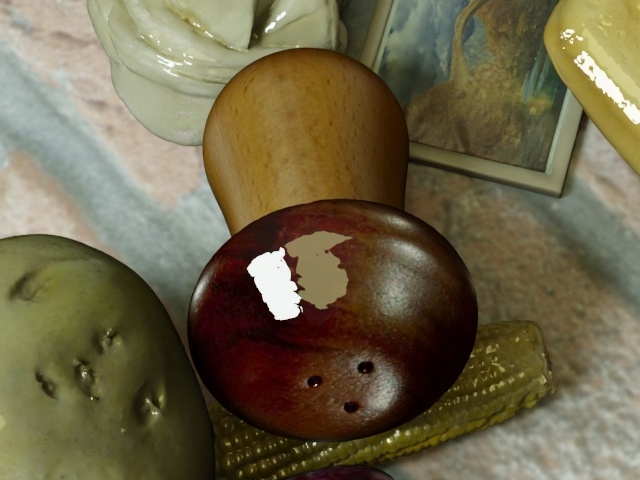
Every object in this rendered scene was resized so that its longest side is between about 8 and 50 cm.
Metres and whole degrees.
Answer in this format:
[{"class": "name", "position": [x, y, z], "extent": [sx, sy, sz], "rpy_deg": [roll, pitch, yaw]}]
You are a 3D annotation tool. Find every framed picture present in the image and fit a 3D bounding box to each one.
[{"class": "framed picture", "position": [0.131, -0.170, 1.385], "extent": [0.184, 0.016, 0.250], "rpy_deg": [15, 76, 11]}]

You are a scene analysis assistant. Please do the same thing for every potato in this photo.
[{"class": "potato", "position": [-0.186, 0.142, 1.178], "extent": [0.221, 0.326, 0.243], "rpy_deg": [-28, 67, -29]}]

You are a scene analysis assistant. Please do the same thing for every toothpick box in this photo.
[{"class": "toothpick box", "position": [0.000, 0.000, 1.220], "extent": [0.192, 0.192, 0.294], "rpy_deg": [-13, 41, 4]}]

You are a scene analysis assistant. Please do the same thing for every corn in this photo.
[{"class": "corn", "position": [0.029, 0.124, 1.278], "extent": [0.288, 0.086, 0.086], "rpy_deg": [-18, 72, -1]}]

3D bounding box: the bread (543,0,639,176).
[{"class": "bread", "position": [0.267, -0.114, 1.307], "extent": [0.147, 0.098, 0.217], "rpy_deg": [-33, 77, -7]}]

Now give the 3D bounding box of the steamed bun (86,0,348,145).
[{"class": "steamed bun", "position": [-0.073, -0.196, 1.352], "extent": [0.218, 0.144, 0.211], "rpy_deg": [-18, 73, 3]}]

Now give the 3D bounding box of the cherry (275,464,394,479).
[{"class": "cherry", "position": [0.002, 0.244, 1.195], "extent": [0.195, 0.195, 0.195], "rpy_deg": [-2, 73, 7]}]
